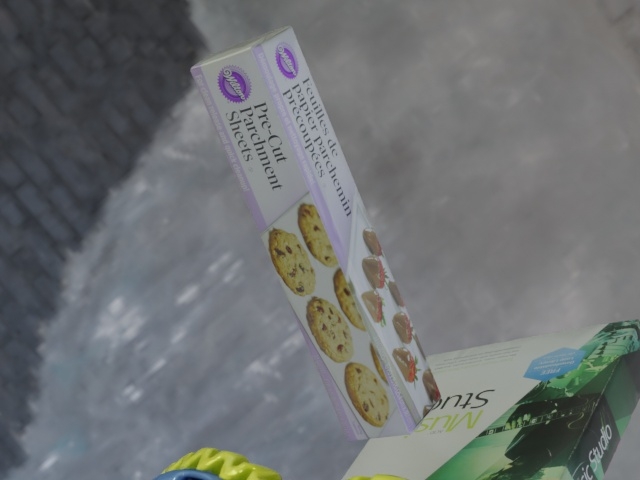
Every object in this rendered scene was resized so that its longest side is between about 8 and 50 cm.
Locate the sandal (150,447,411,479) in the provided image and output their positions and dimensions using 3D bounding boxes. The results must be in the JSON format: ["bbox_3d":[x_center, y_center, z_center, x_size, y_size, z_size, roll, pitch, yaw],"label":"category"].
[{"bbox_3d":[-0.052,0.198,0.803,0.317,0.138,0.126,-17,-76,56],"label":"sandal"}]

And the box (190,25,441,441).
[{"bbox_3d":[0.000,0.000,1.099,0.063,0.067,0.324,-40,113,-53],"label":"box"}]

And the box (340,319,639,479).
[{"bbox_3d":[0.142,0.186,1.253,0.058,0.232,0.322,64,35,-17],"label":"box"}]
